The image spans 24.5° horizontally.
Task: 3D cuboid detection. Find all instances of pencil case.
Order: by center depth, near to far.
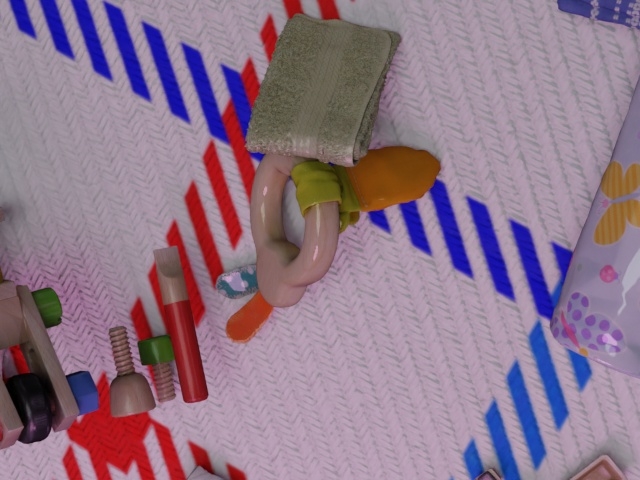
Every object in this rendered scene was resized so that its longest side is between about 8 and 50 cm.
[{"bbox_3d":[0.279,-0.024,1.184,0.113,0.124,0.273,36,111,50],"label":"pencil case"}]

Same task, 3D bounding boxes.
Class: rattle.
[{"bbox_3d":[0.000,0.000,1.308,0.130,0.142,0.200,38,130,32],"label":"rattle"}]

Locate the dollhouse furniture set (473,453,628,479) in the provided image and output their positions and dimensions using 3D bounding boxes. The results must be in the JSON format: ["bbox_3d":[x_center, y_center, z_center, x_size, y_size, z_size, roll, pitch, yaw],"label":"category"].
[{"bbox_3d":[0.195,0.218,1.264,0.114,0.081,0.091,-41,88,18],"label":"dollhouse furniture set"}]

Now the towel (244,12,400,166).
[{"bbox_3d":[0.001,-0.129,1.243,0.110,0.027,0.148,9,59,15],"label":"towel"}]

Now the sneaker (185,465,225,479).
[{"bbox_3d":[-0.116,0.290,1.377,0.061,0.053,0.152,21,104,8],"label":"sneaker"}]

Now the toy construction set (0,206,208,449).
[{"bbox_3d":[-0.271,0.054,1.302,0.308,0.257,0.237,-11,90,-5],"label":"toy construction set"}]

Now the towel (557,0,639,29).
[{"bbox_3d":[0.353,-0.258,1.116,0.336,0.040,0.243,20,103,29],"label":"towel"}]
